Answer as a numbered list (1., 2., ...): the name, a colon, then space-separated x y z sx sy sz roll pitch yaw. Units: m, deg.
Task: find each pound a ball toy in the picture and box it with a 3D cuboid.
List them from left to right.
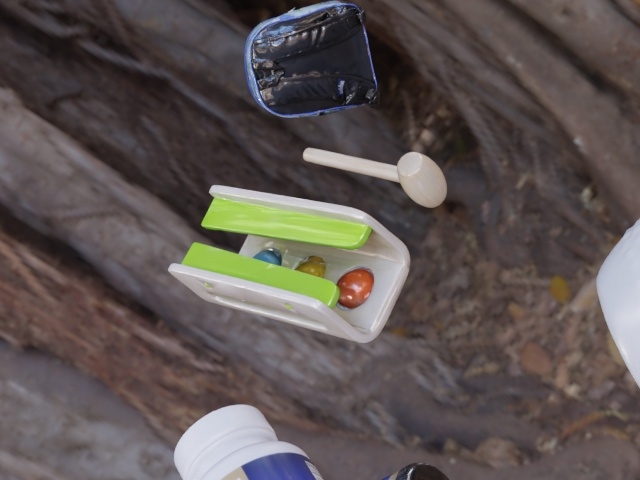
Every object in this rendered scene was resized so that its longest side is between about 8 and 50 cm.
1. pound a ball toy: 0.000 0.000 1.553 0.319 0.136 0.208 11 68 45

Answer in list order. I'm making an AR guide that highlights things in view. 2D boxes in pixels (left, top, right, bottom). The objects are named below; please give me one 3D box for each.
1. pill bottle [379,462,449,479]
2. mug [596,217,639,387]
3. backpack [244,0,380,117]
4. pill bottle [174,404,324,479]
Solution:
1. pill bottle: 0.045 0.331 1.396 0.219 0.123 0.123 -33 23 26
2. mug: 0.464 0.069 1.304 0.328 0.276 0.374 -28 35 21
3. backpack: -0.014 -0.168 1.250 0.114 0.105 0.084 -14 15 -10
4. pill bottle: -0.041 0.225 1.044 0.112 0.112 0.187 -52 50 19
